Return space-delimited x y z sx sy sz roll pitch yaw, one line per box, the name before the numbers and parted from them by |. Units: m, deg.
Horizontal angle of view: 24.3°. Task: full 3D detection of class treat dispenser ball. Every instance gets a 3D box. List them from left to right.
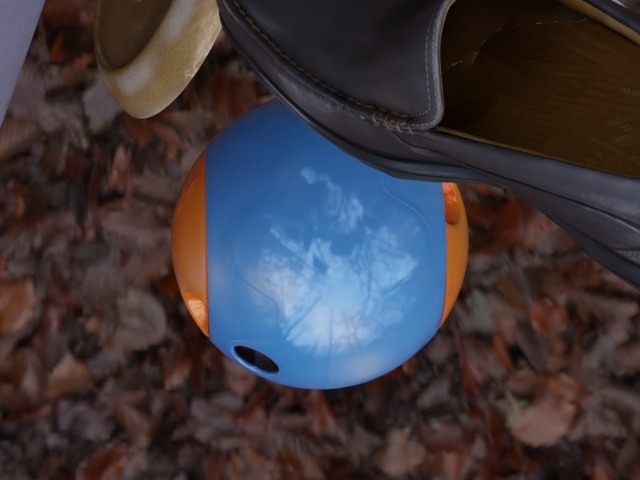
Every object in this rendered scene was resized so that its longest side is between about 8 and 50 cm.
treat dispenser ball | 0.000 0.000 1.438 0.288 0.288 0.288 -3 118 -6

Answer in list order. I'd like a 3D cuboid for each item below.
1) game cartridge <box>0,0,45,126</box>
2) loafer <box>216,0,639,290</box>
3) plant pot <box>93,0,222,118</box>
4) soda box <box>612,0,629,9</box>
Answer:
game cartridge | -0.155 -0.037 0.236 0.068 0.355 0.230 -1 155 39
loafer | 0.039 -0.043 0.340 0.062 0.170 0.061 -58 151 -9
plant pot | -0.111 -0.205 1.062 0.032 0.236 0.236 16 115 -28
soda box | 0.241 -0.198 1.380 0.074 0.216 0.069 -47 148 6
